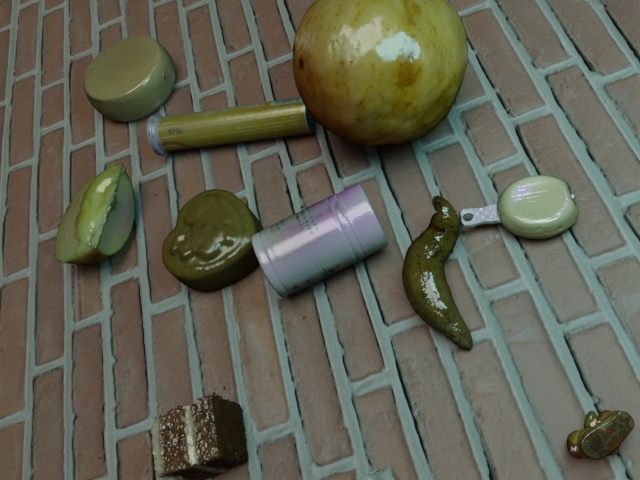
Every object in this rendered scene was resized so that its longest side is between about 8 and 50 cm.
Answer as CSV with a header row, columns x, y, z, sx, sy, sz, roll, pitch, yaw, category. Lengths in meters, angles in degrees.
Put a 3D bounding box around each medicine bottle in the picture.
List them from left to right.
x,y,z,sx,sy,sz,roll,pitch,yaw,category
-0.227,-0.293,1.524,0.426,0.108,0.108,-4,62,16,medicine bottle
0.000,0.000,1.261,0.254,0.152,0.152,-26,58,4,medicine bottle

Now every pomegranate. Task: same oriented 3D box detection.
x,y,z,sx,sy,sz,roll,pitch,yaw,category
0.133,-0.412,1.296,0.410,0.410,0.410,-8,61,15,pomegranate

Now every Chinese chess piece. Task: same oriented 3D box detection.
x,y,z,sx,sy,sz,roll,pitch,yaw,category
-0.549,-0.467,1.728,0.273,0.102,0.273,-9,59,15,Chinese chess piece

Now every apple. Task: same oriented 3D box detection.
x,y,z,sx,sy,sz,roll,pitch,yaw,category
-0.562,-0.047,1.500,0.193,0.120,0.264,-11,56,28,apple

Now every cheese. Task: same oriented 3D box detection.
x,y,z,sx,sy,sz,roll,pitch,yaw,category
0.396,-0.061,1.212,0.228,0.064,0.137,-9,57,12,cheese

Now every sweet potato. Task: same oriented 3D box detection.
x,y,z,sx,sy,sz,roll,pitch,yaw,category
0.225,0.063,1.187,0.124,0.098,0.309,-10,70,26,sweet potato

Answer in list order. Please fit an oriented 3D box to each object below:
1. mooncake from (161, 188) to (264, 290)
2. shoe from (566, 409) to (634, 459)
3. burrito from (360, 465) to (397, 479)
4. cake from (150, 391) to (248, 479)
x,y,z,sx,sy,sz,roll,pitch,yaw,category
-0.239,-0.002,1.367,0.235,0.117,0.234,-9,57,15,mooncake
0.461,0.322,0.985,0.072,0.069,0.109,36,87,6,shoe
0.123,0.485,1.013,0.064,0.064,0.203,-23,57,6,burrito
-0.233,0.382,1.149,0.147,0.135,0.134,-19,59,14,cake
